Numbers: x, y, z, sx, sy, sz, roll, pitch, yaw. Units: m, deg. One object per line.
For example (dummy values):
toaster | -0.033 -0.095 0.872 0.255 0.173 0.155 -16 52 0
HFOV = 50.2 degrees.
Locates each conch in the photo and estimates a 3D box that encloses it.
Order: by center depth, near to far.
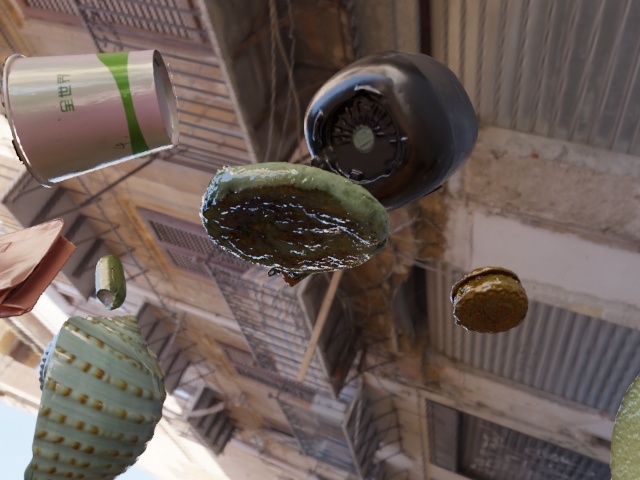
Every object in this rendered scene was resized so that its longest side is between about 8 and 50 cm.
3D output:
conch | -0.363 0.278 1.118 0.303 0.214 0.320 144 131 -74

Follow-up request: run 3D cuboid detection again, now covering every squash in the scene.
squash | -0.491 0.097 1.597 0.239 0.069 0.069 -132 47 -61

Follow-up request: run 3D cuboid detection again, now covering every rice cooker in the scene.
rice cooker | 0.111 -0.175 1.111 0.224 0.267 0.267 -30 -47 -52

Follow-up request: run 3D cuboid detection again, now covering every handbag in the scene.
handbag | -0.499 0.047 1.088 0.213 0.157 0.059 -83 -19 -60

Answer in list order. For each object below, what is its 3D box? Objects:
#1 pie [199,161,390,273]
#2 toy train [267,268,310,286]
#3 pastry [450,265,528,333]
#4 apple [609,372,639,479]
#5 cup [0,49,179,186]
pie | -0.032 -0.022 0.809 0.240 0.240 0.054 65 -151 -61
toy train | 0.000 0.000 1.226 0.227 0.091 0.136 -35 14 -5
pastry | 0.218 0.078 0.883 0.057 0.097 0.109 -89 1 -45
apple | 0.547 0.277 0.918 0.179 0.253 0.346 -34 -35 -70
cup | -0.422 -0.249 1.296 0.253 0.273 0.253 -11 -90 -90
